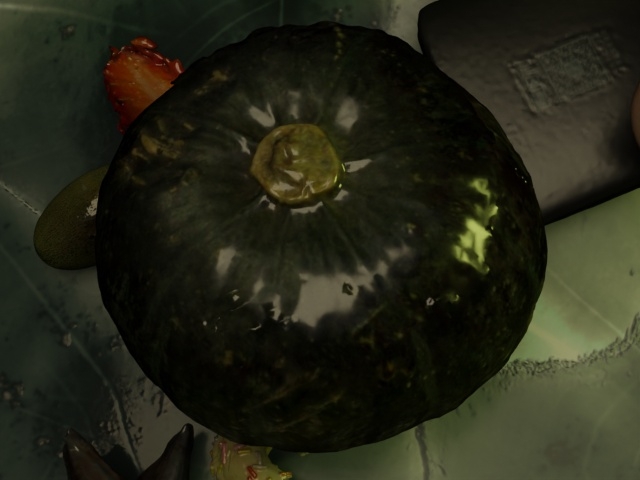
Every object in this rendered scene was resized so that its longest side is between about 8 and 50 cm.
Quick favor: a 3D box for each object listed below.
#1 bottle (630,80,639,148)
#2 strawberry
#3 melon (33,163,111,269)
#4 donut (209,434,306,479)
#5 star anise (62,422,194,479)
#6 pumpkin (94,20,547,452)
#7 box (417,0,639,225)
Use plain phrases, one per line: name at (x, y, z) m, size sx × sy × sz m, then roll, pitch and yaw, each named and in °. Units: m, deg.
bottle at (0.464, -0.175, 1.402) m, size 0.173 × 0.206 × 0.297 m, roll 0°, pitch 38°, yaw 43°
strawberry at (-0.177, -0.148, 1.553) m, size 0.121 × 0.082 × 0.188 m, roll -29°, pitch 65°, yaw -22°
melon at (-0.252, -0.026, 1.515) m, size 0.162 × 0.099 × 0.099 m, roll -32°, pitch 76°, yaw 1°
donut at (-0.056, 0.213, 1.422) m, size 0.108 × 0.065 × 0.166 m, roll 33°, pitch 51°, yaw 7°
star anise at (-0.219, 0.334, 1.400) m, size 0.359 × 0.139 × 0.316 m, roll 23°, pitch 57°, yaw -9°
pumpkin at (0.000, 0.000, 1.351) m, size 0.454 × 0.344 × 0.454 m, roll -2°, pitch 62°, yaw 4°
box at (0.279, -0.181, 1.512) m, size 0.289 × 0.073 × 0.290 m, roll -23°, pitch 75°, yaw -1°
